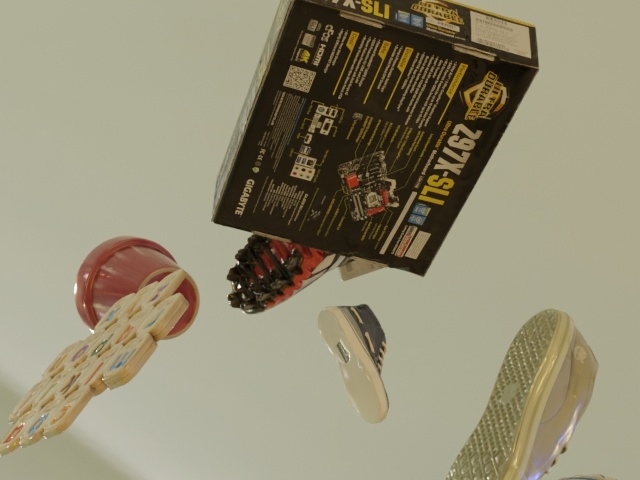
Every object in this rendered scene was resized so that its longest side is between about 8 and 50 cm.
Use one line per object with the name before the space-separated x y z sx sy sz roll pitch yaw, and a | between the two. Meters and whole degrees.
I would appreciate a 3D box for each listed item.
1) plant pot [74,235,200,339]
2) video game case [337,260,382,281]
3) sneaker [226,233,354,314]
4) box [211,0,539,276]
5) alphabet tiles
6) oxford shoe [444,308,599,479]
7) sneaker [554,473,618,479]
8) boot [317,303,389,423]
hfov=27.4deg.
plant pot | -0.312 0.099 2.337 0.201 0.201 0.180 40 -17 -30
video game case | 0.104 -0.046 2.666 0.023 0.193 0.212 -151 -136 -74
sneaker | 0.000 0.000 1.634 0.276 0.098 0.135 -45 -31 24
box | 0.047 -0.117 1.387 0.257 0.079 0.322 13 -46 -12
alphabet tiles | -0.272 0.149 1.592 0.284 0.278 0.021 -25 -67 45
oxford shoe | 0.300 0.315 1.976 0.130 0.449 0.169 37 -23 -19
sneaker | 0.249 0.300 1.178 0.147 0.130 0.330 -8 7 -27
boot | 0.073 0.175 1.930 0.086 0.190 0.069 -6 -27 -39
